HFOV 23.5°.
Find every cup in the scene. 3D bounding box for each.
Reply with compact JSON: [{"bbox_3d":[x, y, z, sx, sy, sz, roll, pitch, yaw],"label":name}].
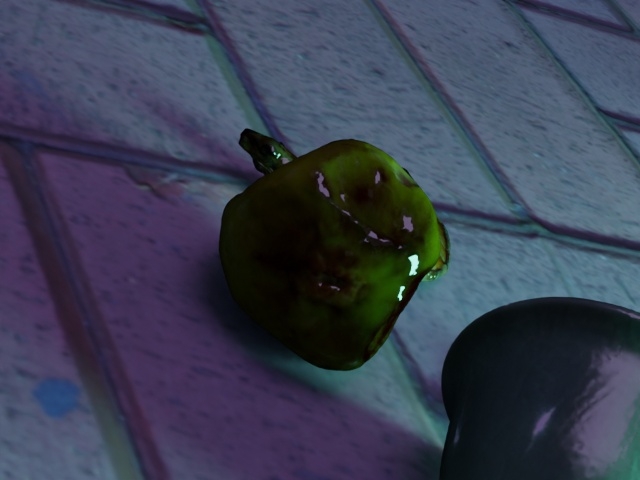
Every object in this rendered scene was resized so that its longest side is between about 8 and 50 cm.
[{"bbox_3d":[0.144,0.156,0.919,0.199,0.199,0.150,31,47,1],"label":"cup"}]

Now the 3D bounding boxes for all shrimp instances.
[{"bbox_3d":[0.027,-0.042,1.236,0.195,0.035,0.148,37,31,-2],"label":"shrimp"}]

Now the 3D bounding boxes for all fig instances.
[{"bbox_3d":[0.000,0.000,1.046,0.154,0.144,0.165,52,-9,-34],"label":"fig"}]
